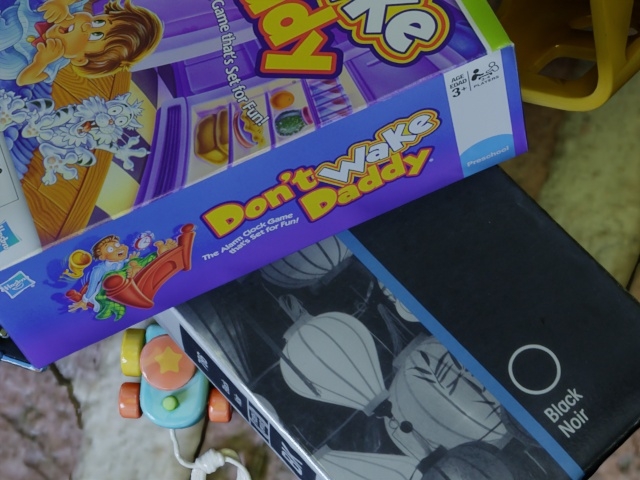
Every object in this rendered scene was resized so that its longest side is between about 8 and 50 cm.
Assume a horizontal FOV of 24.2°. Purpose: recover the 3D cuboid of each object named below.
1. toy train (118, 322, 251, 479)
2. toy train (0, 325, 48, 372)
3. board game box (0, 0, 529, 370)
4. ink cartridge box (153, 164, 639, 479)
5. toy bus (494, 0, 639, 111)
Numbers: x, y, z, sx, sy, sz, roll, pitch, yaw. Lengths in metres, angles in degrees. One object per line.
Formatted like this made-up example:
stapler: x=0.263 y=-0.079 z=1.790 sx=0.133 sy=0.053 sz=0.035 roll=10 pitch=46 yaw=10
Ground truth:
toy train: x=-0.027 y=0.049 z=0.751 sx=0.125 sy=0.046 sz=0.166 roll=42 pitch=85 yaw=9
toy train: x=-0.206 y=0.010 z=0.739 sx=0.184 sy=0.105 sz=0.080 roll=16 pitch=91 yaw=7
board game box: x=-0.085 y=-0.140 z=0.700 sx=0.233 sy=0.078 sz=0.347 roll=-24 pitch=57 yaw=-3
ink cartridge box: x=0.000 y=0.000 z=0.708 sx=0.165 sy=0.065 sz=0.332 roll=-41 pitch=74 yaw=-14
toy bus: x=0.150 y=-0.146 z=0.740 sx=0.202 sy=0.191 sz=0.104 roll=-12 pitch=123 yaw=3
